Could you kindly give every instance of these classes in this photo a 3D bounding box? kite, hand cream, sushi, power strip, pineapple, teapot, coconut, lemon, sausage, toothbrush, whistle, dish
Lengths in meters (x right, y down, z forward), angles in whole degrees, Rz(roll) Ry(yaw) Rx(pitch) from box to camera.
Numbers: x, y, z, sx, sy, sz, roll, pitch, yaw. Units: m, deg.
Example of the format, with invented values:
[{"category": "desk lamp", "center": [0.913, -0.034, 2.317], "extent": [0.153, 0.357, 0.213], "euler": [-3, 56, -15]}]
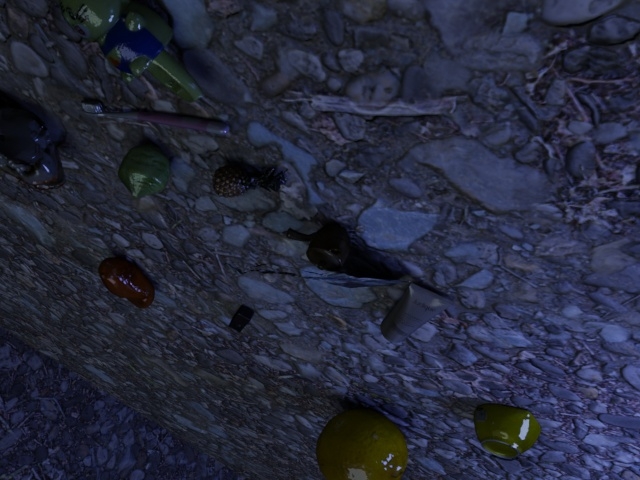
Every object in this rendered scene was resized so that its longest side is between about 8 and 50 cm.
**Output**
[{"category": "kite", "center": [0.001, 0.058, 1.036], "extent": [0.309, 0.015, 0.169], "euler": [10, 168, -37]}, {"category": "hand cream", "center": [0.166, 0.138, 1.139], "extent": [0.087, 0.054, 0.186], "euler": [24, 143, -6]}, {"category": "sushi", "center": [-0.613, -0.207, 1.108], "extent": [0.331, 0.124, 0.130], "euler": [26, 160, -3]}, {"category": "power strip", "center": [-0.195, 0.193, 1.501], "extent": [0.037, 0.029, 0.111], "euler": [29, 149, -6]}, {"category": "pineapple", "center": [-0.110, -0.092, 0.984], "extent": [0.124, 0.058, 0.058], "euler": [6, 145, 21]}, {"category": "teapot", "center": [0.000, 0.000, 1.013], "extent": [0.110, 0.080, 0.085], "euler": [32, 149, -11]}, {"category": "coconut", "center": [-0.301, -0.116, 1.046], "extent": [0.087, 0.096, 0.088], "euler": [16, 164, 4]}, {"category": "lemon", "center": [0.110, 0.575, 1.669], "extent": [0.263, 0.236, 0.236], "euler": [-17, 133, 23]}, {"category": "sausage", "center": [-0.480, 0.106, 1.536], "extent": [0.089, 0.089, 0.179], "euler": [5, 147, 31]}, {"category": "toothbrush", "center": [-0.269, -0.197, 0.971], "extent": [0.286, 0.020, 0.025], "euler": [12, 140, 22]}, {"category": "whistle", "center": [-0.246, -0.261, 0.792], "extent": [0.227, 0.085, 0.105], "euler": [43, 154, -27]}, {"category": "dish", "center": [0.413, 0.443, 1.391], "extent": [0.148, 0.080, 0.208], "euler": [24, 148, 3]}]
